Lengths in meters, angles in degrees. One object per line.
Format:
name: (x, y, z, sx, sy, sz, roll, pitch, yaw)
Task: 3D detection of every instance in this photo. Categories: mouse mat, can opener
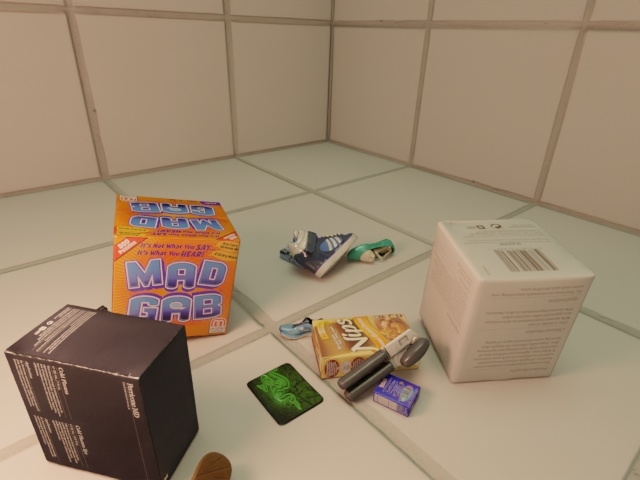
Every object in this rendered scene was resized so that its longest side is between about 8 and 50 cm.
mouse mat: (-0.103, 0.434, 1.189, 0.152, 0.007, 0.189, -18, 32, -34)
can opener: (0.184, 0.353, 1.177, 0.283, 0.076, 0.095, -31, 2, -17)

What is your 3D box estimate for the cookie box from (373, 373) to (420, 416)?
cookie box: (0.216, 0.433, 1.171, 0.107, 0.040, 0.092, 17, 30, 28)

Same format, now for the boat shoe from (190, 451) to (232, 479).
boat shoe: (-0.267, 0.576, 0.827, 0.104, 0.089, 0.285, 32, 33, 1)

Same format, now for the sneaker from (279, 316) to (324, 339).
sneaker: (-0.060, 0.288, 1.408, 0.162, 0.073, 0.063, -3, 27, -9)

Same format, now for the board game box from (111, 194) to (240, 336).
board game box: (-0.508, 0.080, 1.409, 0.356, 0.357, 0.356, 2, 24, -26)

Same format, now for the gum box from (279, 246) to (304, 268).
gum box: (-0.068, 0.056, 1.906, 0.157, 0.041, 0.184, 23, 33, 33)

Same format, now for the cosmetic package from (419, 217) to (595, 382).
cosmetic package: (0.537, 0.178, 1.289, 0.329, 0.394, 0.327, -1, 31, -7)

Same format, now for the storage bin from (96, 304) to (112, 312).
storage bin: (-0.719, 0.285, 1.362, 0.091, 0.098, 0.135, 18, 29, 8)

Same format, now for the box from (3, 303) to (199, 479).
box: (-0.474, 0.355, 0.950, 0.312, 0.343, 0.179, 8, 27, 11)

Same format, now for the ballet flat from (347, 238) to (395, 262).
ballet flat: (0.242, 0.054, 1.892, 0.247, 0.083, 0.087, -15, 45, -27)

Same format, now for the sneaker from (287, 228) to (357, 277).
sneaker: (0.000, 0.000, 1.820, 0.236, 0.130, 0.323, 41, 47, 7)

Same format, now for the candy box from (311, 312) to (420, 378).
candy box: (0.140, 0.329, 1.321, 0.316, 0.088, 0.183, -2, 27, -10)
